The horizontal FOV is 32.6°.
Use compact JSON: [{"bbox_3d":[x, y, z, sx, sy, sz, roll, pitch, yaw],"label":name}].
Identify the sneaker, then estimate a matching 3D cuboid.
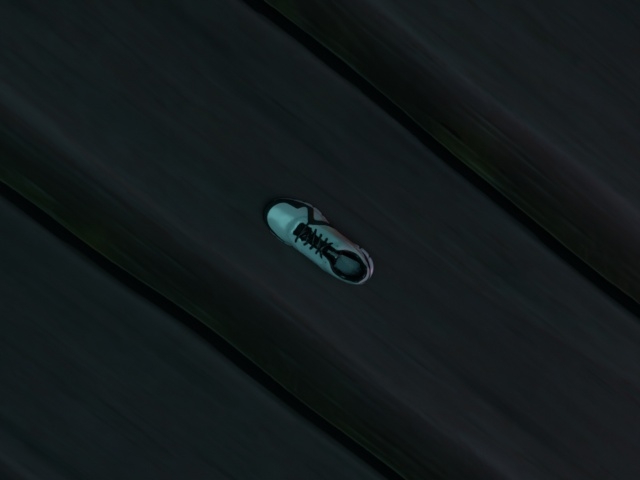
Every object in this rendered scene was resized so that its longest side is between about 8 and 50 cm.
[{"bbox_3d":[0.000,0.000,0.916,0.109,0.044,0.040,32,95,-5],"label":"sneaker"}]
